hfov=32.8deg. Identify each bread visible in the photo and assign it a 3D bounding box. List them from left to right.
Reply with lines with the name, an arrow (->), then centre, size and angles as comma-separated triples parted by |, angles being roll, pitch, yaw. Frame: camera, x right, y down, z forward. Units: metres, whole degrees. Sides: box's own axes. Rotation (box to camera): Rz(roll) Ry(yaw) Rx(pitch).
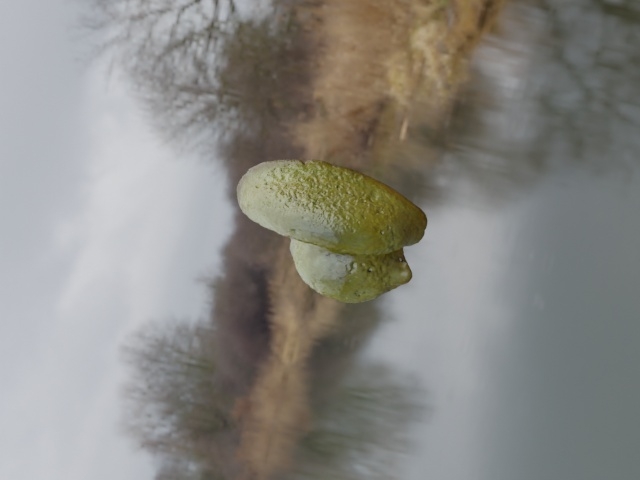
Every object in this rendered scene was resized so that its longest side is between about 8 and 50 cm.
bread -> 0.000, 0.000, 1.035 | 0.065, 0.188, 0.149 | -66, -7, -46
